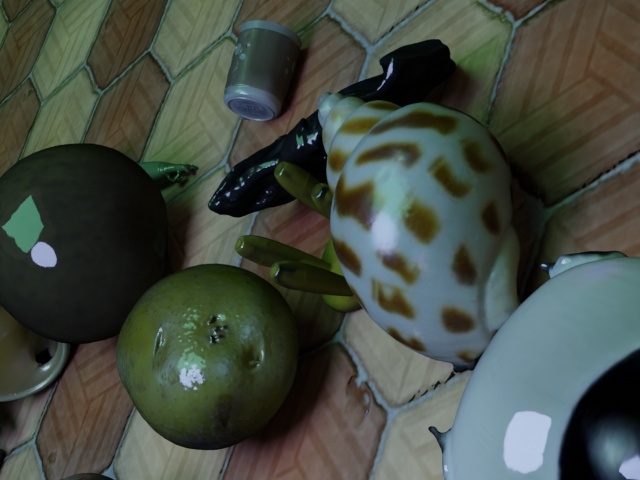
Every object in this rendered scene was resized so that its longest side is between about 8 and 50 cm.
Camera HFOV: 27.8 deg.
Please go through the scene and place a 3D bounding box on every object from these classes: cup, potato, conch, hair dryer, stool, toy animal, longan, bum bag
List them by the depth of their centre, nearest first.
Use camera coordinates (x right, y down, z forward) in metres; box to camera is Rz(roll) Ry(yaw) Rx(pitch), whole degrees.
[{"bbox_3d":[0.212,0.131,0.728,0.310,0.251,0.250,27,90,51],"label":"toy animal"},{"bbox_3d":[0.077,-0.031,1.103,0.182,0.149,0.275,-48,35,20],"label":"conch"},{"bbox_3d":[0.000,0.000,1.225,0.135,0.110,0.134,-31,43,40],"label":"stool"},{"bbox_3d":[-0.120,0.113,1.275,0.174,0.159,0.251,-47,17,-21],"label":"potato"},{"bbox_3d":[0.019,-0.105,1.279,0.310,0.137,0.074,-33,82,36],"label":"bum bag"},{"bbox_3d":[-0.078,-0.193,1.515,0.102,0.074,0.099,-11,58,52],"label":"cup"},{"bbox_3d":[-0.287,0.003,1.539,0.248,0.248,0.248,-34,41,37],"label":"longan"},{"bbox_3d":[-0.246,-0.044,1.675,0.237,0.075,0.206,-18,59,38],"label":"hair dryer"},{"bbox_3d":[-0.458,0.076,1.684,0.173,0.255,0.202,-56,33,16],"label":"cup"}]

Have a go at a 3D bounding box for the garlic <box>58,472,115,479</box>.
[{"bbox_3d":[-0.220,0.342,1.255,0.245,0.161,0.244,-15,73,61],"label":"garlic"}]

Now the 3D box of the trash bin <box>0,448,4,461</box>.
[{"bbox_3d":[-0.526,0.376,1.691,0.164,0.122,0.240,-16,56,48],"label":"trash bin"}]
